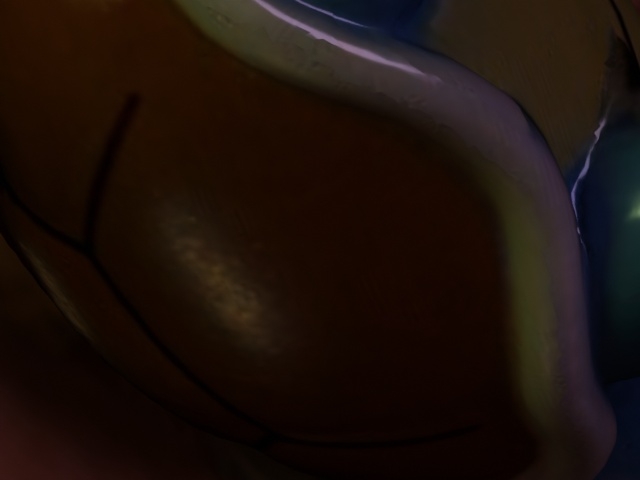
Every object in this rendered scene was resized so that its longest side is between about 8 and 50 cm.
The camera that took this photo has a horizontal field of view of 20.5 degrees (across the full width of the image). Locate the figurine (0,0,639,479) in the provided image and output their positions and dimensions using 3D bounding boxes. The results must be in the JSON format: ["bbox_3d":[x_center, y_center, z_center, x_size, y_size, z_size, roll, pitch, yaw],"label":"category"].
[{"bbox_3d":[0.003,-0.040,0.451,0.416,0.298,0.243,15,90,-31],"label":"figurine"}]
